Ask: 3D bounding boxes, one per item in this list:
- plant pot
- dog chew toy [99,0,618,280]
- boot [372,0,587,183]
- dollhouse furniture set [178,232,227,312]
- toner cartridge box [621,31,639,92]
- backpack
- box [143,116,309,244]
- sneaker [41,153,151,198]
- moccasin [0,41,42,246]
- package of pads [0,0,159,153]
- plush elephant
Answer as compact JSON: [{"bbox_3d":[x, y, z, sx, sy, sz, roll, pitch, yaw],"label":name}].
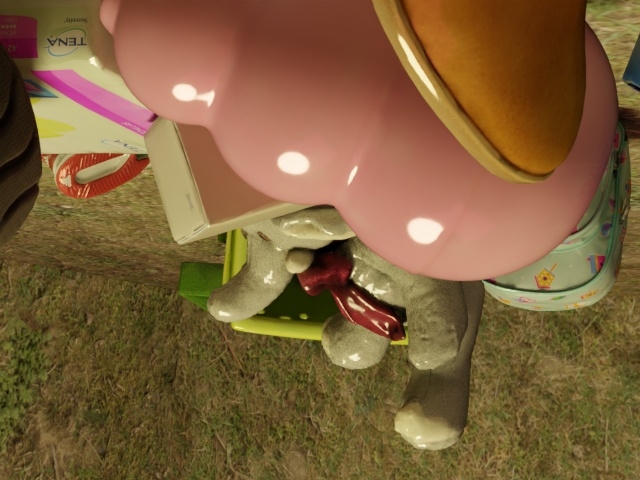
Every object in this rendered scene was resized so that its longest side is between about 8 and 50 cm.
[{"bbox_3d":[0.002,-0.006,1.508,0.227,0.228,0.207,5,178,-12],"label":"plant pot"},{"bbox_3d":[0.019,-0.104,0.869,0.332,0.206,0.206,21,171,-5],"label":"dog chew toy"},{"bbox_3d":[0.106,-0.143,0.381,0.211,0.104,0.295,-12,133,22],"label":"boot"},{"bbox_3d":[0.000,0.000,1.672,0.301,0.197,0.151,2,163,17],"label":"dollhouse furniture set"},{"bbox_3d":[0.360,-0.060,0.794,0.165,0.075,0.348,6,-158,-34],"label":"toner cartridge box"},{"bbox_3d":[0.218,-0.028,1.300,0.166,0.188,0.144,3,172,14],"label":"backpack"},{"bbox_3d":[0.014,-0.082,1.019,0.275,0.094,0.113,-17,178,-20],"label":"box"},{"bbox_3d":[-0.176,-0.128,1.295,0.221,0.128,0.087,-17,142,-30],"label":"sneaker"},{"bbox_3d":[-0.310,-0.120,0.837,0.147,0.139,0.380,16,161,36],"label":"moccasin"},{"bbox_3d":[-0.211,-0.139,1.064,0.229,0.101,0.296,2,171,19],"label":"package of pads"},{"bbox_3d":[0.013,-0.001,1.208,0.255,0.330,0.272,10,-161,-22],"label":"plush elephant"}]
